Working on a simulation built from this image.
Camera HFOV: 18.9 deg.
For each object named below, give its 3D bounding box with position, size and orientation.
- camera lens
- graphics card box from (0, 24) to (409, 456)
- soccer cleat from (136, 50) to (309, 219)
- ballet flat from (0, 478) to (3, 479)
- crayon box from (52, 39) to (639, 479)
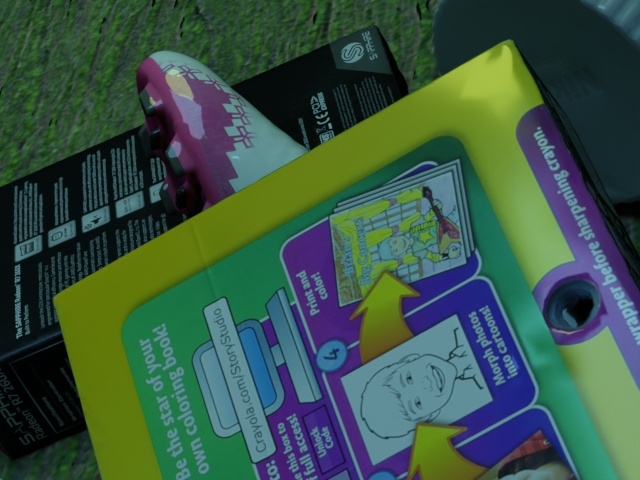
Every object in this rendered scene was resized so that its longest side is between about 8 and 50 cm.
[{"bbox_3d":[0.233,-0.187,1.329,0.219,0.219,0.274,11,49,43],"label":"camera lens"},{"bbox_3d":[-0.092,-0.005,1.426,0.371,0.094,0.232,-24,34,6],"label":"graphics card box"},{"bbox_3d":[0.000,0.000,1.250,0.143,0.116,0.331,-27,70,-15],"label":"soccer cleat"},{"bbox_3d":[-0.206,0.191,1.278,0.168,0.052,0.057,16,52,46],"label":"ballet flat"},{"bbox_3d":[0.045,0.115,1.027,0.313,0.106,0.363,-30,52,12],"label":"crayon box"}]
